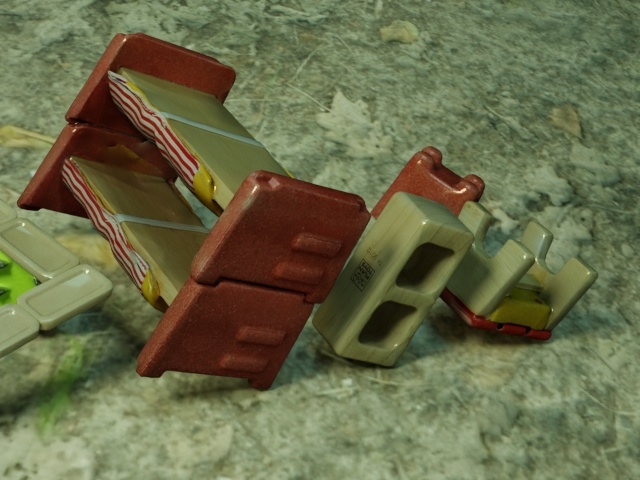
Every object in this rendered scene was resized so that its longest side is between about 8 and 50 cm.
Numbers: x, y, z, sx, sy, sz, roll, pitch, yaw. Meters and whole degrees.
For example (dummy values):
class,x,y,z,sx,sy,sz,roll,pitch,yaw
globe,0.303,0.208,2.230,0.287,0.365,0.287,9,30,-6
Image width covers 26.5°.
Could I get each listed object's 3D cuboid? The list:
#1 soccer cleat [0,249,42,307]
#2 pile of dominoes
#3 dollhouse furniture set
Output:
class,x,y,z,sx,sy,sz,roll,pitch,yaw
soccer cleat,-0.244,0.010,0.897,0.178,0.060,0.072,15,27,-2
pile of dominoes,-0.280,0.040,0.805,0.196,0.040,0.251,35,43,26
dollhouse furniture set,0.000,0.000,1.003,0.374,0.152,0.201,14,25,-44
